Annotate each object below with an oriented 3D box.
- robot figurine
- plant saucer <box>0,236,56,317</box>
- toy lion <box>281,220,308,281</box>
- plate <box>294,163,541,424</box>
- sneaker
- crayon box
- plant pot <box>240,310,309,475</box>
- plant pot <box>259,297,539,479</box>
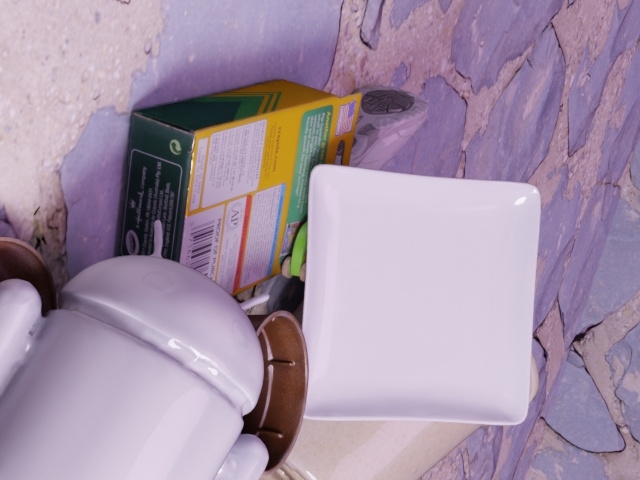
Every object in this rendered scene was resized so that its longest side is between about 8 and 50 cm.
[{"bbox_3d":[-0.180,0.159,1.030,0.300,0.200,0.353,40,68,-27],"label":"robot figurine"},{"bbox_3d":[-0.303,0.087,1.011,0.198,0.036,0.199,-41,142,-44],"label":"plant saucer"},{"bbox_3d":[0.000,0.000,1.362,0.100,0.034,0.096,8,95,-64],"label":"toy lion"},{"bbox_3d":[0.108,0.064,1.345,0.045,0.278,0.277,177,-84,-74],"label":"plate"},{"bbox_3d":[0.052,-0.115,1.525,0.232,0.090,0.115,-35,144,-37],"label":"sneaker"},{"bbox_3d":[-0.082,-0.055,1.288,0.323,0.083,0.203,-23,128,-56],"label":"crayon box"},{"bbox_3d":[-0.120,0.149,1.236,0.167,0.165,0.167,3,90,-68],"label":"plant pot"},{"bbox_3d":[0.047,0.194,1.493,0.305,0.334,0.334,-45,146,-23],"label":"plant pot"}]
